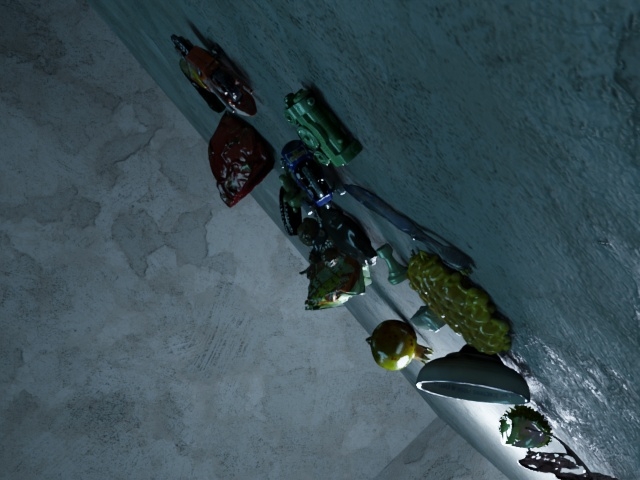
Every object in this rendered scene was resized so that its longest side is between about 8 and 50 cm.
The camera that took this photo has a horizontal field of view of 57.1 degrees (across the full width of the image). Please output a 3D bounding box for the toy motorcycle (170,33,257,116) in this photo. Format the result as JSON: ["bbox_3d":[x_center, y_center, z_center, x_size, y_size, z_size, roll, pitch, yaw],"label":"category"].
[{"bbox_3d":[-0.289,-0.450,1.579,0.298,0.089,0.171,44,173,28],"label":"toy motorcycle"}]

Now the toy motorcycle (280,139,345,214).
[{"bbox_3d":[-0.027,-0.164,1.489,0.168,0.113,0.315,58,-178,5],"label":"toy motorcycle"}]

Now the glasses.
[{"bbox_3d":[0.599,0.533,1.443,0.162,0.095,0.255,18,172,-28],"label":"glasses"}]

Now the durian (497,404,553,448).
[{"bbox_3d":[0.545,0.484,1.565,0.137,0.095,0.220,3,149,14],"label":"durian"}]

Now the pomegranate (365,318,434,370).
[{"bbox_3d":[0.298,0.414,2.244,0.246,0.198,0.198,42,170,29],"label":"pomegranate"}]

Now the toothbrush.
[{"bbox_3d":[0.168,-0.039,1.249,0.413,0.035,0.042,41,172,45],"label":"toothbrush"}]

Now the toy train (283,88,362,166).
[{"bbox_3d":[-0.002,-0.222,1.166,0.178,0.071,0.105,49,165,-16],"label":"toy train"}]

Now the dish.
[{"bbox_3d":[0.381,0.318,1.469,0.274,0.133,0.273,8,158,3],"label":"dish"}]

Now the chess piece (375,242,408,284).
[{"bbox_3d":[0.189,0.060,1.560,0.103,0.067,0.067,58,171,-8],"label":"chess piece"}]

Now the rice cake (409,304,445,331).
[{"bbox_3d":[0.309,0.221,1.670,0.069,0.063,0.206,42,173,7],"label":"rice cake"}]

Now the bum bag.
[{"bbox_3d":[0.079,-0.020,1.735,0.326,0.080,0.142,44,165,52],"label":"bum bag"}]

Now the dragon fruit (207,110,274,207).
[{"bbox_3d":[-0.313,-0.288,2.037,0.286,0.228,0.329,51,174,-10],"label":"dragon fruit"}]

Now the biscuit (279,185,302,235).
[{"bbox_3d":[-0.106,-0.109,2.106,0.194,0.053,0.194,-8,-90,-80],"label":"biscuit"}]

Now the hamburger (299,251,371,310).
[{"bbox_3d":[0.062,0.130,2.084,0.150,0.261,0.276,34,-149,-34],"label":"hamburger"}]

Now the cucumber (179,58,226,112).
[{"bbox_3d":[-0.360,-0.490,1.863,0.074,0.074,0.241,45,175,28],"label":"cucumber"}]

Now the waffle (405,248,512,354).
[{"bbox_3d":[0.300,0.141,1.318,0.329,0.062,0.329,48,174,7],"label":"waffle"}]

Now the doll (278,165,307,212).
[{"bbox_3d":[-0.088,-0.169,1.932,0.150,0.078,0.115,61,-149,-41],"label":"doll"}]

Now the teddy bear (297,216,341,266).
[{"bbox_3d":[0.016,0.006,1.991,0.129,0.181,0.251,18,-170,-41],"label":"teddy bear"}]
